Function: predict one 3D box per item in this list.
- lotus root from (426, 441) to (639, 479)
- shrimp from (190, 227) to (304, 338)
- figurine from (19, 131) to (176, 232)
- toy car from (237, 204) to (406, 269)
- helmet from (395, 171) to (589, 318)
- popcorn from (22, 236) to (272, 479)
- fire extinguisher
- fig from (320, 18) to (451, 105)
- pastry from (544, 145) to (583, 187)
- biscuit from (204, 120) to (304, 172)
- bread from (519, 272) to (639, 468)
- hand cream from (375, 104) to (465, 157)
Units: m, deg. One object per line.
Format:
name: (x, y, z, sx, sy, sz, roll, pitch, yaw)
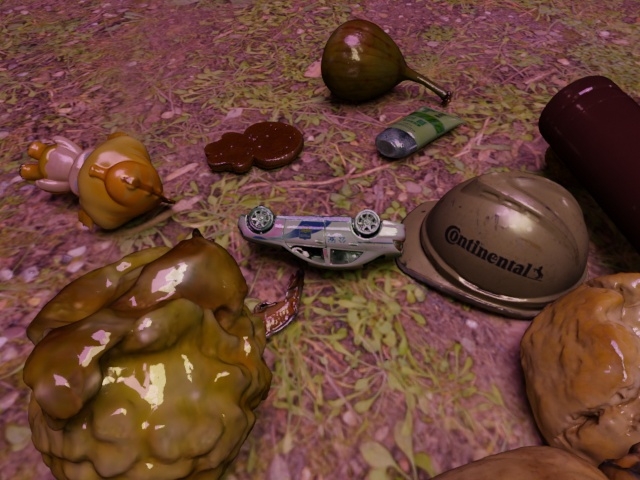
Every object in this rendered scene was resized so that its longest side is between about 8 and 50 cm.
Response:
lotus root: (0.149, 0.244, 0.337, 0.257, 0.154, 0.140, -20, 45, 9)
shrimp: (-0.099, 0.046, 0.590, 0.148, 0.035, 0.195, -20, 58, -10)
figurine: (-0.341, -0.094, 0.674, 0.246, 0.131, 0.156, 18, 87, 16)
toy car: (0.000, 0.000, 0.594, 0.224, 0.090, 0.076, 2, 83, 5)
helmet: (0.230, -0.024, 0.571, 0.258, 0.137, 0.204, 15, 51, 16)
popcorn: (-0.154, 0.110, 0.401, 0.206, 0.251, 0.237, 9, 63, 7)
fire extinguisher: (0.418, -0.071, 0.550, 0.135, 0.114, 0.337, -18, 52, 6)
fig: (0.133, -0.338, 0.850, 0.259, 0.151, 0.151, 8, 50, 5)
pastry: (0.417, -0.132, 0.709, 0.109, 0.057, 0.097, 4, 51, 8)
biscuit: (-0.116, -0.164, 0.784, 0.175, 0.026, 0.124, -15, 49, -11)
bread: (0.327, 0.132, 0.428, 0.244, 0.134, 0.244, -3, 49, 4)
hand cream: (0.171, -0.199, 0.787, 0.175, 0.046, 0.095, -36, 51, -29)
